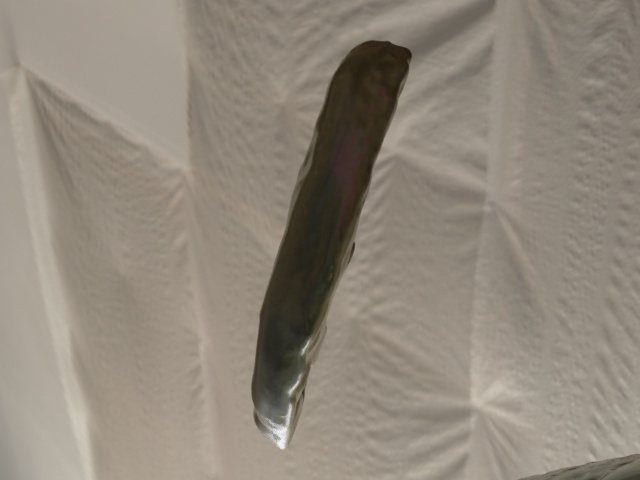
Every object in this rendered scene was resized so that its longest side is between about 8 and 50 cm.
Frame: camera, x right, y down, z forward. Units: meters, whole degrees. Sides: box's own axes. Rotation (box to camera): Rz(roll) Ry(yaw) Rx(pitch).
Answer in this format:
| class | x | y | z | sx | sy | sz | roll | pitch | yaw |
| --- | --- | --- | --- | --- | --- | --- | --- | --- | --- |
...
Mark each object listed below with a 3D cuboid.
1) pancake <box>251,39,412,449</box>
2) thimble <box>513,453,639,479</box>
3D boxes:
| class | x | y | z | sx | sy | sz | roll | pitch | yaw |
| --- | --- | --- | --- | --- | --- | --- | --- | --- | --- |
| pancake | 0.000 | 0.000 | 0.707 | 0.049 | 0.294 | 0.294 | 17 | -45 | 0 |
| thimble | 0.145 | 0.173 | 0.430 | 0.185 | 0.211 | 0.149 | 53 | -33 | -4 |
